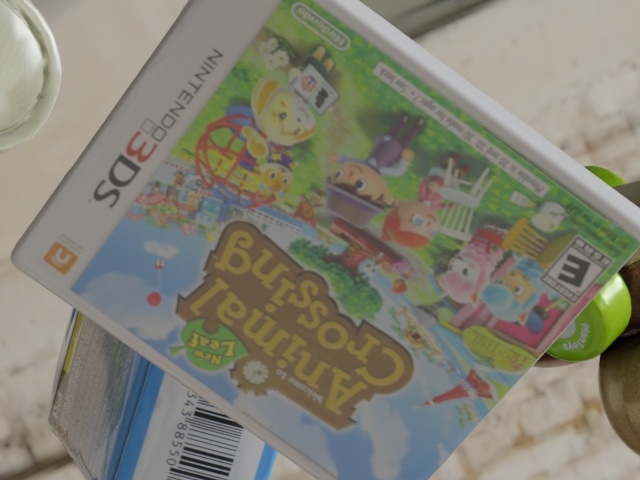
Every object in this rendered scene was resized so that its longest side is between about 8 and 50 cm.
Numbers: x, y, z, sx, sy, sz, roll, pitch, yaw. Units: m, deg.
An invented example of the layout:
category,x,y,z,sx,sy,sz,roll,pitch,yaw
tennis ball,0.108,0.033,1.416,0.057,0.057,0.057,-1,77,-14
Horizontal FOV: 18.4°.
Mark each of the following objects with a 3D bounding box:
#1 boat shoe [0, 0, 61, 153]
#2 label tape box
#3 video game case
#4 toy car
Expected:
category,x,y,z,sx,sy,sz,roll,pitch,yaw
boat shoe,-0.283,-0.148,0.931,0.113,0.340,0.127,-10,-126,55
label tape box,-0.100,0.049,1.422,0.115,0.249,0.347,16,-179,-14
video game case,0.000,0.000,0.856,0.193,0.212,0.023,-51,-173,26
toy car,0.166,0.067,1.013,0.149,0.188,0.155,-18,-165,48
